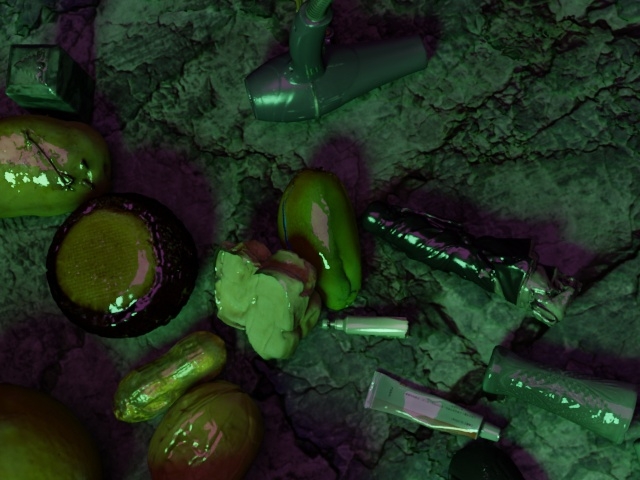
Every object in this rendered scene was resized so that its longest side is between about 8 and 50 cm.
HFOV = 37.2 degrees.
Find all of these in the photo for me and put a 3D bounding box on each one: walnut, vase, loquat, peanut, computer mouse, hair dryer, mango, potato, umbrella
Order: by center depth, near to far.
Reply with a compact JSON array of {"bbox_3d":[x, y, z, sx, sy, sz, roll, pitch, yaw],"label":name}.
[{"bbox_3d":[-0.476,0.368,1.390,0.328,0.328,0.329,-1,79,6],"label":"loquat"},{"bbox_3d":[0.267,0.410,1.425,0.122,0.073,0.217,-24,80,3],"label":"computer mouse"},{"bbox_3d":[0.359,0.227,1.444,0.219,0.096,0.096,18,81,13],"label":"vase"},{"bbox_3d":[0.030,-0.302,1.452,0.301,0.361,0.121,-17,77,-5],"label":"hair dryer"},{"bbox_3d":[-0.177,0.312,1.454,0.159,0.159,0.207,39,92,12],"label":"walnut"},{"bbox_3d":[0.233,0.018,1.487,0.357,0.113,0.106,25,105,11],"label":"umbrella"},{"bbox_3d":[-0.240,0.217,1.514,0.206,0.087,0.087,-33,77,-3],"label":"peanut"},{"bbox_3d":[0.000,0.000,1.518,0.125,0.111,0.233,-7,97,42],"label":"mango"},{"bbox_3d":[-0.500,-0.123,1.579,0.300,0.140,0.173,-2,109,7],"label":"potato"}]

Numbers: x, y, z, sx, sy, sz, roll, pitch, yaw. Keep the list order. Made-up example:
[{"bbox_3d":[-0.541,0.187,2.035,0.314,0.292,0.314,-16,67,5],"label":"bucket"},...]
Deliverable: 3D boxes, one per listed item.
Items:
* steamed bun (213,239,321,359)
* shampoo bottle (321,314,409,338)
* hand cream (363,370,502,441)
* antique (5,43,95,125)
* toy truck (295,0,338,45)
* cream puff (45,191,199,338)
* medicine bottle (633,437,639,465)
[{"bbox_3d":[-0.075,0.090,1.487,0.177,0.106,0.192,19,121,39],"label":"steamed bun"},{"bbox_3d":[0.071,0.136,1.514,0.141,0.049,0.034,3,81,9],"label":"shampoo bottle"},{"bbox_3d":[0.176,0.269,1.486,0.216,0.038,0.052,18,57,15],"label":"hand cream"},{"bbox_3d":[-0.448,-0.257,1.579,0.086,0.183,0.088,1,78,7],"label":"antique"},{"bbox_3d":[-0.009,-0.380,1.622,0.062,0.052,0.123,-9,77,9],"label":"toy truck"},{"bbox_3d":[-0.309,0.042,1.513,0.239,0.165,0.239,-2,79,10],"label":"cream puff"},{"bbox_3d":[0.544,0.416,1.348,0.111,0.161,0.296,-15,77,5],"label":"medicine bottle"}]
